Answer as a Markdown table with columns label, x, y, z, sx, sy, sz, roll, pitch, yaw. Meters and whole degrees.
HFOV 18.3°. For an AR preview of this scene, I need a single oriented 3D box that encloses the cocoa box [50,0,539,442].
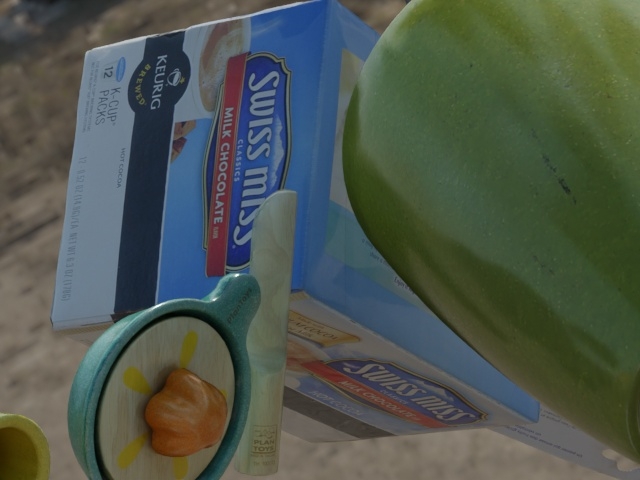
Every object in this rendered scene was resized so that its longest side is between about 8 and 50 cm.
| label | x | y | z | sx | sy | sz | roll | pitch | yaw |
| --- | --- | --- | --- | --- | --- | --- | --- | --- | --- |
| cocoa box | 0.000 | 0.000 | 1.526 | 0.228 | 0.347 | 0.231 | -8 | 66 | 33 |

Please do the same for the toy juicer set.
| label | x | y | z | sx | sy | sz | roll | pitch | yaw |
| --- | --- | --- | --- | --- | --- | --- | --- | --- | --- |
| toy juicer set | -0.087 | 0.130 | 1.187 | 0.089 | 0.209 | 0.329 | 13 | 34 | 39 |

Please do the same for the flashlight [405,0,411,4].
| label | x | y | z | sx | sy | sz | roll | pitch | yaw |
| --- | --- | --- | --- | --- | --- | --- | --- | --- | --- |
| flashlight | 0.056 | -0.261 | 1.484 | 0.103 | 0.304 | 0.103 | -16 | 56 | 36 |

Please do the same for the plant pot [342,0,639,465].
| label | x | y | z | sx | sy | sz | roll | pitch | yaw |
| --- | --- | --- | --- | --- | --- | --- | --- | --- | --- |
| plant pot | 0.182 | 0.001 | 1.162 | 0.275 | 0.274 | 0.293 | -27 | 36 | 1 |

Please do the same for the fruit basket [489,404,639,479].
| label | x | y | z | sx | sy | sz | roll | pitch | yaw |
| --- | --- | --- | --- | --- | --- | --- | --- | --- | --- |
| fruit basket | 0.360 | 0.101 | 1.877 | 0.165 | 0.327 | 0.353 | -82 | 17 | -48 |
